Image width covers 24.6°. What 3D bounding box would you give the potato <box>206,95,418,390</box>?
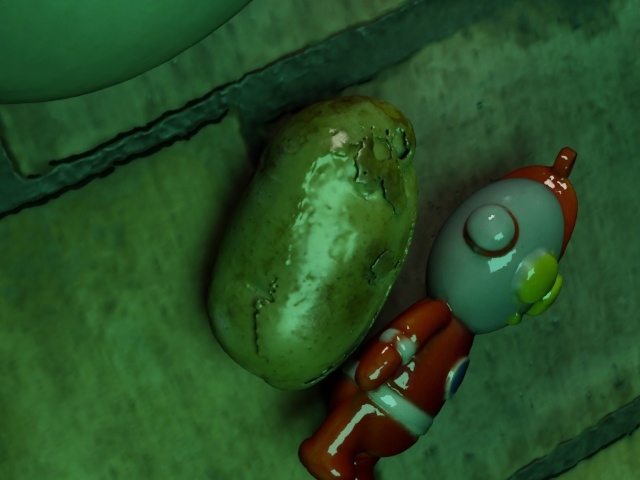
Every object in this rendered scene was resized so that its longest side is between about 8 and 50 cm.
[{"bbox_3d":[0.000,0.000,0.816,0.107,0.080,0.170,28,94,-28],"label":"potato"}]

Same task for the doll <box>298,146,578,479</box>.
[{"bbox_3d":[0.078,0.045,0.865,0.245,0.076,0.142,-50,161,-4],"label":"doll"}]

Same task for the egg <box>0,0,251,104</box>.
[{"bbox_3d":[-0.087,-0.219,0.591,0.258,0.258,0.352,36,81,-32],"label":"egg"}]
